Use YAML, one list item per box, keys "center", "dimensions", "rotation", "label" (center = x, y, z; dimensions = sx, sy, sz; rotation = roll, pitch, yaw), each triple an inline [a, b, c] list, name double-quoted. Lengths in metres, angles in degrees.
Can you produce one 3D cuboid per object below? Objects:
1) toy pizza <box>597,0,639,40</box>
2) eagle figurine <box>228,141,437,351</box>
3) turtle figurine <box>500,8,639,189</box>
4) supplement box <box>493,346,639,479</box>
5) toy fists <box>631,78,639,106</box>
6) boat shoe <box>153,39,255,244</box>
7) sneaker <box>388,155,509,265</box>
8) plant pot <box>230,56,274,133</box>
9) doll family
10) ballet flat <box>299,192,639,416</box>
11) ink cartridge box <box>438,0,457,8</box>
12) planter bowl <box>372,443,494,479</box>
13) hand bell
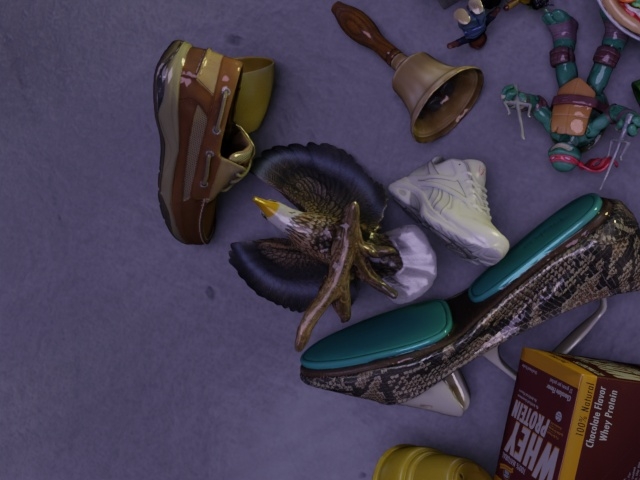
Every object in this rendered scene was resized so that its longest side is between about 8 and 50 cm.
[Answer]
- center: [0.425, -0.331, 0.964]
  dimensions: [0.202, 0.032, 0.201]
  rotation: [0, 91, 11]
  label: "toy pizza"
- center: [-0.007, -0.008, 1.107]
  dimensions: [0.226, 0.298, 0.225]
  rotation: [-29, 107, -9]
  label: "eagle figurine"
- center: [0.322, -0.176, 1.039]
  dimensions: [0.175, 0.118, 0.234]
  rotation: [10, 82, 19]
  label: "turtle figurine"
- center: [0.340, 0.246, 0.986]
  dimensions: [0.194, 0.129, 0.191]
  rotation: [10, 94, -17]
  label: "supplement box"
- center: [0.505, -0.118, 0.994]
  dimensions: [0.142, 0.096, 0.279]
  rotation: [-27, 81, 15]
  label: "toy fists"
- center: [-0.154, -0.117, 1.122]
  dimensions: [0.120, 0.122, 0.323]
  rotation: [8, 136, 3]
  label: "boat shoe"
- center: [0.179, -0.054, 1.053]
  dimensions: [0.115, 0.090, 0.232]
  rotation: [-46, 37, 2]
  label: "sneaker"
- center: [-0.128, -0.207, 1.187]
  dimensions: [0.134, 0.134, 0.095]
  rotation: [2, 115, 18]
  label: "plant pot"
- center: [0.245, -0.321, 1.070]
  dimensions: [0.193, 0.111, 0.076]
  rotation: [-24, 82, 12]
  label: "doll family"
- center: [0.209, 0.125, 1.070]
  dimensions: [0.483, 0.164, 0.182]
  rotation: [-31, 101, 14]
  label: "ballet flat"
- center: [0.211, -0.445, 1.043]
  dimensions: [0.233, 0.171, 0.168]
  rotation: [-28, 82, 16]
  label: "ink cartridge box"
- center: [0.173, 0.343, 1.030]
  dimensions: [0.090, 0.217, 0.217]
  rotation: [-38, 79, 32]
  label: "planter bowl"
- center: [0.098, -0.258, 1.134]
  dimensions: [0.126, 0.126, 0.242]
  rotation: [-48, 64, 12]
  label: "hand bell"
